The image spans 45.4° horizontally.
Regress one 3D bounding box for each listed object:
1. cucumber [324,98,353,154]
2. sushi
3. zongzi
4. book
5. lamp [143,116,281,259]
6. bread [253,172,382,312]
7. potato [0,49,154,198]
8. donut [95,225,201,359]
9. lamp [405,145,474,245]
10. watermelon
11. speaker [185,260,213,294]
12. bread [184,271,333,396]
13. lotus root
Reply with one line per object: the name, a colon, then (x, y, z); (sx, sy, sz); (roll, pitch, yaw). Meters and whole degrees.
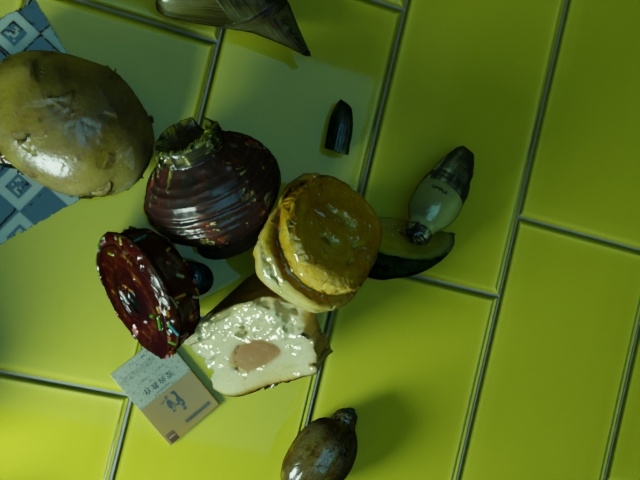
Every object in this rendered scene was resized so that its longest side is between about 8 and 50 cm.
cucumber: (0.039, -0.214, 1.447); (0.048, 0.048, 0.105); (10, 87, -14)
sushi: (-0.538, -0.193, 1.293); (0.320, 0.069, 0.339); (-31, 98, -11)
zongzi: (-0.160, -0.397, 1.360); (0.221, 0.112, 0.242); (-28, 98, -13)
book: (-0.282, 0.272, 1.395); (0.118, 0.012, 0.172); (-39, 100, -9)
lamp: (-0.187, -0.094, 1.302); (0.247, 0.247, 0.246); (0, 91, -14)
bread: (0.002, 0.002, 1.279); (0.198, 0.120, 0.236); (36, 60, -17)
potato: (-0.406, -0.200, 1.265); (0.299, 0.116, 0.239); (33, 69, -19)
donut: (-0.287, 0.083, 1.292); (0.089, 0.235, 0.235); (-30, 99, -36)
lamp: (0.230, -0.090, 1.454); (0.101, 0.101, 0.250); (38, 63, -12)
watermelon: (0.120, 0.003, 1.450); (0.301, 0.123, 0.129); (12, 67, -16)
speaker: (-0.245, 0.068, 1.369); (0.095, 0.075, 0.060); (-1, 82, 11)
bread: (-0.100, 0.174, 1.336); (0.224, 0.211, 0.183); (-35, 106, -16)
lotus root: (0.003, 0.400, 1.418); (0.120, 0.120, 0.209); (38, 83, -12)
